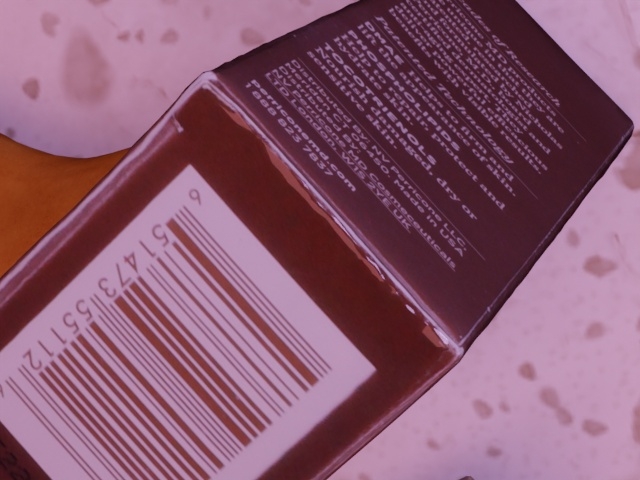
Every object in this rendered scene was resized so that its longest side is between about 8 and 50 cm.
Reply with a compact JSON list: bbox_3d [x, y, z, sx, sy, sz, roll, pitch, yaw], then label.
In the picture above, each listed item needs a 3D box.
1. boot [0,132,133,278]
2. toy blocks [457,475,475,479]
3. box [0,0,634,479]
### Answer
[{"bbox_3d":[-0.213,-0.050,1.039,0.295,0.104,0.211,-30,90,38],"label":"boot"},{"bbox_3d":[0.026,0.305,1.064,0.381,0.190,0.261,-29,106,23],"label":"toy blocks"},{"bbox_3d":[0.000,0.000,0.857,0.191,0.381,0.143,-43,87,22],"label":"box"}]
